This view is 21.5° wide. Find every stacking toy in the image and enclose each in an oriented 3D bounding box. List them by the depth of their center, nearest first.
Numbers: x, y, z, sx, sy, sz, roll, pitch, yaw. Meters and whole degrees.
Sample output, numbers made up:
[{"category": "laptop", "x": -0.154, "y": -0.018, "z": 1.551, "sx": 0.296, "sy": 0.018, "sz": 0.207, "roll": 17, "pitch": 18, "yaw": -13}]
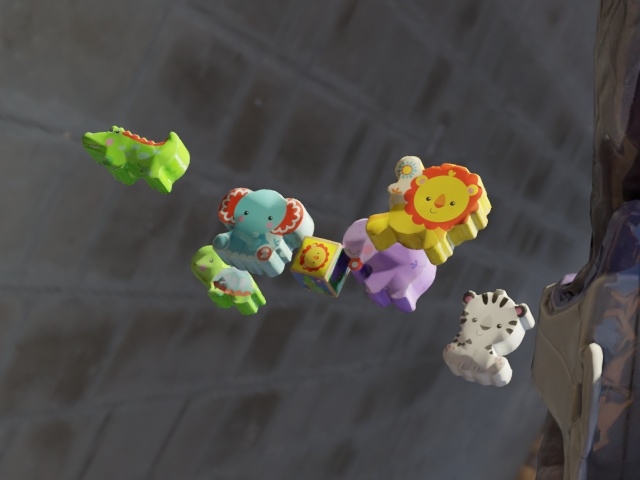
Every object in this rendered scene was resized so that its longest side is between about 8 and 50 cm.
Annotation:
[{"category": "stacking toy", "x": 0.000, "y": 0.000, "z": 0.902, "sx": 0.052, "sy": 0.221, "sz": 0.167, "roll": -66, "pitch": 153, "yaw": -21}]

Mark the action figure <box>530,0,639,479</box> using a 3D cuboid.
[{"category": "action figure", "x": 0.102, "y": -0.063, "z": 0.393, "sx": 0.099, "sy": 0.185, "sz": 0.285, "roll": -41, "pitch": 128, "yaw": -83}]
